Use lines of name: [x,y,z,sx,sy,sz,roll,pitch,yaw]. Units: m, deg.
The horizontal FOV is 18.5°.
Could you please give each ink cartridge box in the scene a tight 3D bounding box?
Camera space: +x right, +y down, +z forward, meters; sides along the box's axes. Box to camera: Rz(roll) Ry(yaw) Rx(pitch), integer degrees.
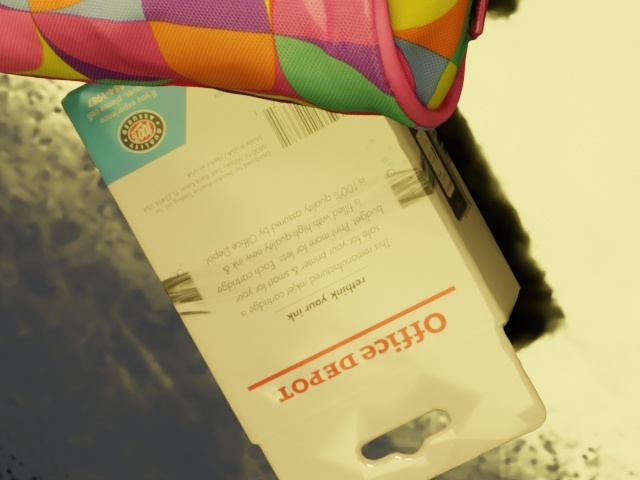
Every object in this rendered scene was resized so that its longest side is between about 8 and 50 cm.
ink cartridge box: [0.000,0.000,0.708,0.104,0.060,0.180,-27,97,15]

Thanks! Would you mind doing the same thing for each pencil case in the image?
pencil case: [-0.060,-0.093,0.626,0.236,0.104,0.104,10,106,27]
